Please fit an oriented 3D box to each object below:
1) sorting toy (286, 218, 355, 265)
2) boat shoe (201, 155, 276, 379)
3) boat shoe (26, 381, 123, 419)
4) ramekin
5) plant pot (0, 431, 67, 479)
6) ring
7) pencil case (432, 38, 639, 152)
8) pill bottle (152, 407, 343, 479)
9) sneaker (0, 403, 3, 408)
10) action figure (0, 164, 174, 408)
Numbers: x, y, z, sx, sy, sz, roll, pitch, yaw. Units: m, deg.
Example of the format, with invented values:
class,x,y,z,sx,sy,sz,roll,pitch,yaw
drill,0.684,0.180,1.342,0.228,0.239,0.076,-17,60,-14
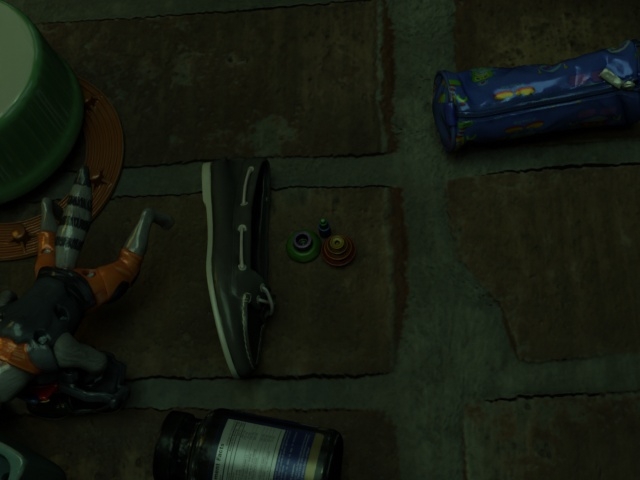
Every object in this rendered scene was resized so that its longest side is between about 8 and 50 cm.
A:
class,x,y,z,sx,sy,sz,roll,pitch,yaw
sorting toy,0.000,0.000,1.394,0.102,0.042,0.061,9,66,10
boat shoe,-0.101,0.023,1.357,0.095,0.112,0.335,-12,61,5
boat shoe,-0.333,0.212,1.330,0.133,0.042,0.049,-3,66,6
ramekin,-0.516,-0.212,1.455,0.303,0.148,0.303,-2,65,5
plant pot,-0.444,0.317,1.164,0.248,0.252,0.247,25,81,16
ring,-0.465,-0.127,1.509,0.336,0.032,0.337,-3,64,5
pencil case,0.314,-0.205,1.413,0.306,0.133,0.119,-9,97,2
pill bottle,-0.089,0.276,1.229,0.219,0.123,0.123,9,66,10
sneaker,-0.578,0.208,1.335,0.292,0.108,0.169,30,85,15
action figure,-0.390,0.068,1.302,0.341,0.178,0.330,13,54,9
